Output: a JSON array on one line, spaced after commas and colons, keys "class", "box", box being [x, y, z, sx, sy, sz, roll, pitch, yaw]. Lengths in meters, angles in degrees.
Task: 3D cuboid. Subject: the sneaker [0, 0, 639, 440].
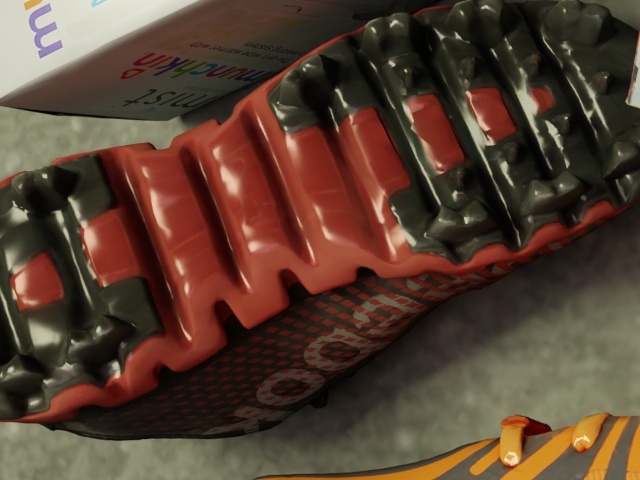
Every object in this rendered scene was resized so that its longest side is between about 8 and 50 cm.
[{"class": "sneaker", "box": [0.000, 0.000, 0.583, 0.276, 0.135, 0.097, -21, 67, 4]}]

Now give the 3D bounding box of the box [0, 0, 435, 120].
[{"class": "box", "box": [-0.033, -0.204, 0.582, 0.231, 0.127, 0.262, -20, 82, 26]}]

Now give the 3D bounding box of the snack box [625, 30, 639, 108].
[{"class": "snack box", "box": [0.169, -0.042, 0.435, 0.141, 0.100, 0.037, 23, 117, 33]}]

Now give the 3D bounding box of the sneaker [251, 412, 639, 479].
[{"class": "sneaker", "box": [0.123, 0.058, 0.513, 0.321, 0.124, 0.180, 4, 88, 18]}]
